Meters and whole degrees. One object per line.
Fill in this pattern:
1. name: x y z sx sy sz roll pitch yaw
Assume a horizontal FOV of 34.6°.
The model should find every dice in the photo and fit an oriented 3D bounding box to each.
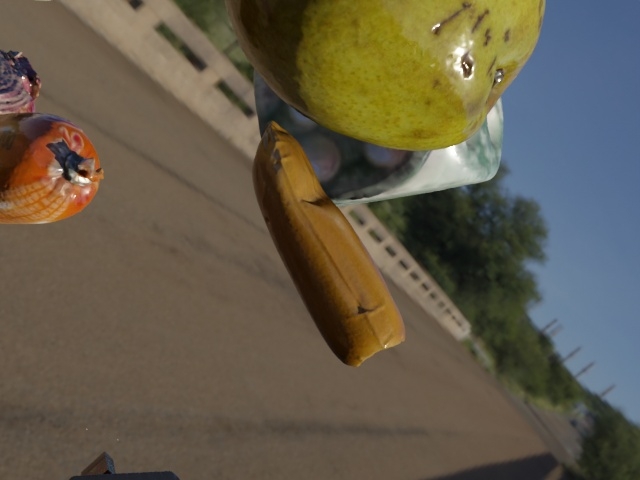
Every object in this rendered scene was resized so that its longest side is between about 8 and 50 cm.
1. dice: 0.101 -0.233 1.707 0.348 0.330 0.328 -11 92 -65

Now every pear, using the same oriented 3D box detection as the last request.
1. pear: 0.069 -0.229 1.004 0.304 0.304 0.304 51 3 -4

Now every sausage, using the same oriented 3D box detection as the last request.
1. sausage: -0.282 -0.059 0.855 0.312 0.093 0.093 1 -37 43
2. sausage: -0.004 0.002 1.424 0.354 0.116 0.134 62 23 4

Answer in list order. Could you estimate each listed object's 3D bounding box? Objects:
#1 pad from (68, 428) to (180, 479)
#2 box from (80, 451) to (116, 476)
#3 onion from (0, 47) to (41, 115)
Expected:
1. pad: -0.294 0.449 1.567 0.375 0.063 0.315 33 36 -68
2. box: -0.348 0.368 1.611 0.023 0.051 0.082 51 -6 -17
3. onion: -0.442 -0.107 1.147 0.256 0.272 0.230 114 -41 -56
